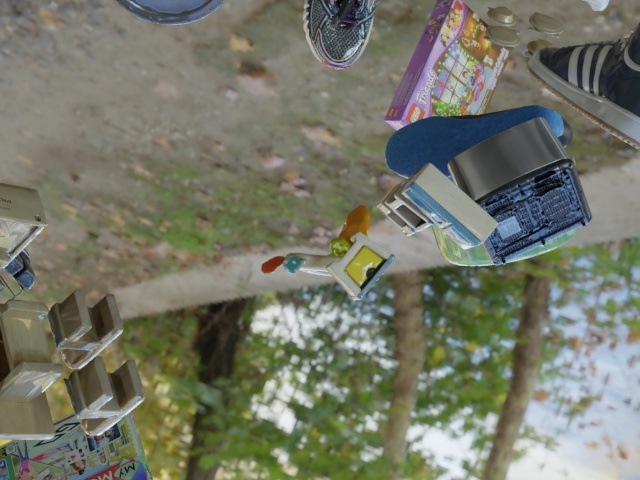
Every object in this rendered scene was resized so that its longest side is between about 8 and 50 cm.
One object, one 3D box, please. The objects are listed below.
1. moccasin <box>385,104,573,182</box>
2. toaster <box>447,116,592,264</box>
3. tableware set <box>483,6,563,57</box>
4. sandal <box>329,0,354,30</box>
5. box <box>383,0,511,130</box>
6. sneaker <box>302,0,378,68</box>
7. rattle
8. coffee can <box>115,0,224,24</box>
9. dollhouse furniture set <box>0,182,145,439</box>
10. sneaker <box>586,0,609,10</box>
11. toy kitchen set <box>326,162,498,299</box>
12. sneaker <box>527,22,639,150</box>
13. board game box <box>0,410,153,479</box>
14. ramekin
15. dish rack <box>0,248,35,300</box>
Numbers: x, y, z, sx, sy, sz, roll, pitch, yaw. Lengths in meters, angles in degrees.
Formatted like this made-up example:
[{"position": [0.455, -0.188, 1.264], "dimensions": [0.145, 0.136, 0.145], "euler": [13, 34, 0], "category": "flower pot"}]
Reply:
[{"position": [0.277, -0.151, 1.919], "dimensions": [0.342, 0.137, 0.117], "euler": [-1, 171, 37], "category": "moccasin"}, {"position": [0.286, -0.072, 1.589], "dimensions": [0.168, 0.110, 0.185], "euler": [-27, 141, 8], "category": "toaster"}, {"position": [0.360, -0.369, 1.942], "dimensions": [0.141, 0.168, 0.020], "euler": [17, 131, 1], "category": "tableware set"}, {"position": [0.046, -0.399, 1.628], "dimensions": [0.040, 0.179, 0.067], "euler": [22, -169, 1], "category": "sandal"}, {"position": [0.265, -0.320, 2.240], "dimensions": [0.201, 0.293, 0.057], "euler": [32, 166, -35], "category": "box"}, {"position": [0.046, -0.428, 1.787], "dimensions": [0.121, 0.299, 0.112], "euler": [8, -164, -10], "category": "sneaker"}, {"position": [0.000, 0.000, 1.870], "dimensions": [0.200, 0.142, 0.130], "euler": [12, -172, -29], "category": "rattle"}, {"position": [-0.229, -0.493, 1.689], "dimensions": [0.202, 0.275, 0.201], "euler": [-2, 134, -2], "category": "coffee can"}, {"position": [-0.323, 0.087, 1.035], "dimensions": [0.161, 0.242, 0.212], "euler": [-39, 148, 30], "category": "dollhouse furniture set"}, {"position": [0.382, -0.401, 1.666], "dimensions": [0.152, 0.054, 0.061], "euler": [51, 165, 31], "category": "sneaker"}, {"position": [0.116, 0.011, 1.488], "dimensions": [0.122, 0.166, 0.207], "euler": [41, 168, -3], "category": "toy kitchen set"}, {"position": [0.354, -0.213, 1.286], "dimensions": [0.099, 0.153, 0.282], "euler": [22, -163, -24], "category": "sneaker"}, {"position": [-0.478, 0.435, 2.025], "dimensions": [0.046, 0.317, 0.213], "euler": [66, 178, -52], "category": "board game box"}, {"position": [0.351, -0.061, 2.111], "dimensions": [0.303, 0.303, 0.148], "euler": [2, 111, 54], "category": "ramekin"}, {"position": [-0.582, 0.080, 1.666], "dimensions": [0.074, 0.271, 0.208], "euler": [45, 172, 38], "category": "dish rack"}]
